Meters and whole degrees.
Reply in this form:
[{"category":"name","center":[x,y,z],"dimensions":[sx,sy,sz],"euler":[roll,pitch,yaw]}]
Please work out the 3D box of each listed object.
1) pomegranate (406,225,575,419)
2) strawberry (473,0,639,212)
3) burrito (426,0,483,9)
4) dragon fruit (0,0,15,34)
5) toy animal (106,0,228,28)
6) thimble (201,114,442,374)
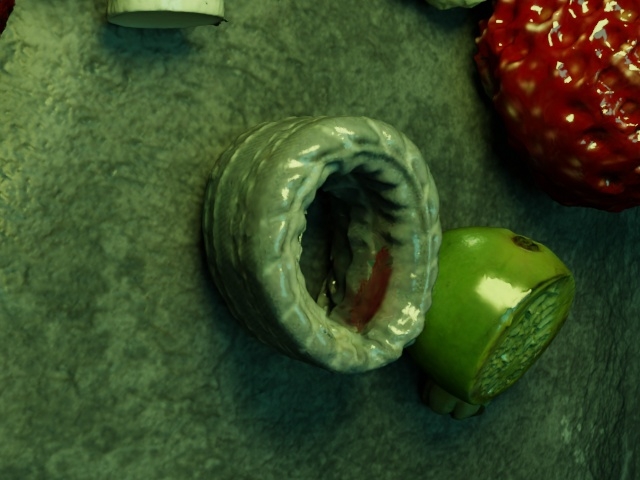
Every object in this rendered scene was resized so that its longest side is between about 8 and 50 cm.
[{"category":"pomegranate","center":[0.170,0.082,0.938],"dimensions":[0.190,0.159,0.241],"euler":[-43,145,-14]},{"category":"strawberry","center":[0.363,-0.178,0.919],"dimensions":[0.295,0.345,0.317],"euler":[-24,108,-33]},{"category":"burrito","center":[0.103,-0.341,0.867],"dimensions":[0.299,0.105,0.143],"euler":[20,80,-33]},{"category":"dragon fruit","center":[-0.306,-0.222,0.573],"dimensions":[0.205,0.152,0.317],"euler":[23,100,-16]},{"category":"toy animal","center":[-0.119,-0.293,0.702],"dimensions":[0.103,0.131,0.221],"euler":[1,93,-25]},{"category":"thimble","center":[0.000,0.000,0.792],"dimensions":[0.205,0.172,0.236],"euler":[-32,110,-25]}]
